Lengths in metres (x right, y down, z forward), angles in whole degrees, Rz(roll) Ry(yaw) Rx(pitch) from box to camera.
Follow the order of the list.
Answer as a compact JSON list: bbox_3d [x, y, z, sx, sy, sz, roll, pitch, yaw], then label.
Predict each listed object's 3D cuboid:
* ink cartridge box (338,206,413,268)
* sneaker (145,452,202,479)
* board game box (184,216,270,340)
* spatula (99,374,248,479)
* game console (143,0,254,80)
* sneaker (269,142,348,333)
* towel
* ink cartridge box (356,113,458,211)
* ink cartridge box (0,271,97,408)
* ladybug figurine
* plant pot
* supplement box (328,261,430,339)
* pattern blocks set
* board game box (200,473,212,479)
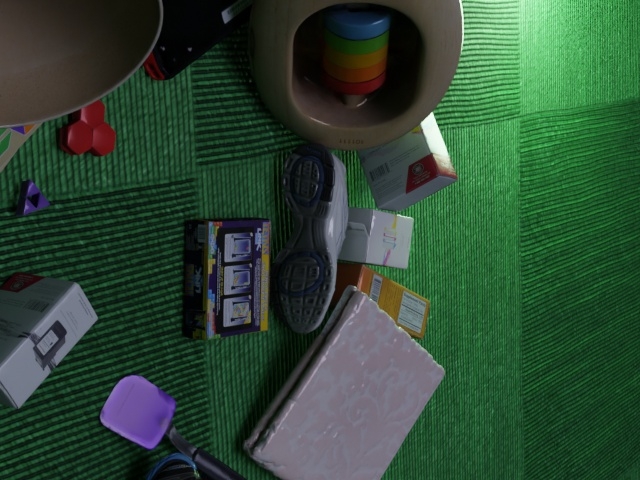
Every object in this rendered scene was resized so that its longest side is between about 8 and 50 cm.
[{"bbox_3d":[0.075,-0.006,1.845,0.143,0.092,0.090,10,87,-52],"label":"ink cartridge box"},{"bbox_3d":[-0.224,0.375,1.482,0.188,0.078,0.067,-56,141,1],"label":"sneaker"},{"bbox_3d":[-0.134,0.052,1.611,0.141,0.048,0.170,-3,96,-55],"label":"board game box"},{"bbox_3d":[-0.186,0.289,1.551,0.296,0.030,0.084,46,57,-36],"label":"spatula"},{"bbox_3d":[-0.159,-0.452,1.507,0.386,0.060,0.342,-45,134,-35],"label":"game console"},{"bbox_3d":[0.000,0.000,1.735,0.129,0.111,0.297,0,100,-65],"label":"sneaker"},{"bbox_3d":[0.046,0.273,1.812,0.317,0.053,0.332,-56,138,-11],"label":"towel"},{"bbox_3d":[0.132,-0.153,1.820,0.072,0.127,0.175,6,61,-54],"label":"ink cartridge box"},{"bbox_3d":[-0.350,0.112,1.278,0.150,0.109,0.063,-53,136,-35],"label":"ink cartridge box"},{"bbox_3d":[0.049,-0.312,1.594,0.449,0.305,0.162,99,-7,-56],"label":"ladybug figurine"},{"bbox_3d":[-0.326,-0.273,1.131,0.284,0.284,0.191,12,48,-53],"label":"plant pot"},{"bbox_3d":[0.097,0.106,1.900,0.233,0.078,0.080,32,67,-50],"label":"supplement box"},{"bbox_3d":[-0.381,-0.180,1.271,0.285,0.026,0.324,-48,130,-39],"label":"pattern blocks set"},{"bbox_3d":[-0.179,0.455,1.607,0.136,0.035,0.201,-28,116,-48],"label":"board game box"}]
